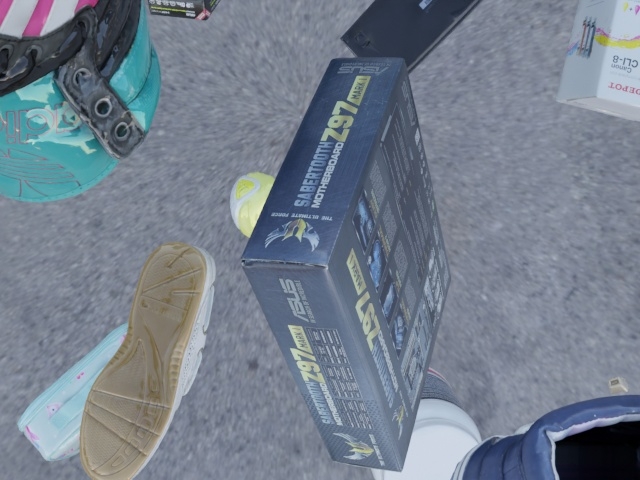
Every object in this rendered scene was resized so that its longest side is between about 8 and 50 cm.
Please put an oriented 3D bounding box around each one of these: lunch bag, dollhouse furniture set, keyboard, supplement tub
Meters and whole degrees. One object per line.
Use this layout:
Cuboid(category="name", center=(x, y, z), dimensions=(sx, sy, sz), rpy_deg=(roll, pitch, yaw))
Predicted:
Cuboid(category="lunch bag", center=(-0.375, 0.252, 1.550), dimensions=(0.279, 0.224, 0.108), rpy_deg=(-44, 80, -2))
Cuboid(category="dollhouse furniture set", center=(0.402, 0.261, 1.294), dimensions=(0.114, 0.091, 0.081), rpy_deg=(-24, 143, 27))
Cuboid(category="keyboard", center=(0.153, -0.413, 1.405), dimensions=(0.317, 0.033, 0.201), rpy_deg=(-44, 86, 19))
Cuboid(category="supplement tub", center=(0.170, 0.342, 1.555), dimensions=(0.191, 0.272, 0.191), rpy_deg=(-1, 102, -5))

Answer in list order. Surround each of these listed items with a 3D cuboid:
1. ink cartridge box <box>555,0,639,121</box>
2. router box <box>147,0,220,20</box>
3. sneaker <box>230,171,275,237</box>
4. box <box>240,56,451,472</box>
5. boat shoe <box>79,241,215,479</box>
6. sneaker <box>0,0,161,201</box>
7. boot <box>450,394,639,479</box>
Cuboid(category="ink cartridge box", center=(0.412, -0.256, 1.191), dimensions=(0.128, 0.127, 0.176), rpy_deg=(11, 95, -10))
Cuboid(category="router box", center=(-0.193, -0.380, 1.345), dimensions=(0.092, 0.122, 0.038), rpy_deg=(10, 137, 14))
Cuboid(category="sneaker", center=(0.000, 0.000, 1.018), dimensions=(0.126, 0.240, 0.091), rpy_deg=(-5, 65, 25))
Cuboid(category="box", center=(0.032, 0.021, 0.618), dimensions=(0.059, 0.183, 0.233), rpy_deg=(2, 140, 22))
Cuboid(category="boat shoe", center=(-0.175, 0.138, 0.990), dimensions=(0.098, 0.096, 0.277), rpy_deg=(24, 93, 16))
Cuboid(category="sneaker", center=(-0.158, -0.077, 0.383), dimensions=(0.123, 0.296, 0.179), rpy_deg=(10, 132, 15))
Cuboid(category="boot", center=(0.149, 0.093, 0.333), dimensions=(0.189, 0.086, 0.069), rpy_deg=(-1, 65, -14))
